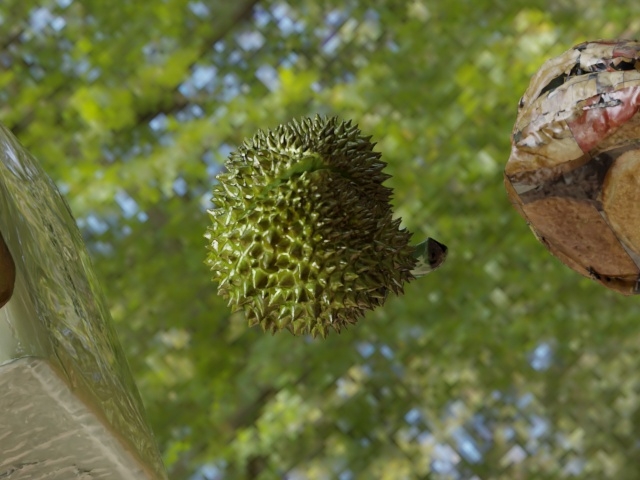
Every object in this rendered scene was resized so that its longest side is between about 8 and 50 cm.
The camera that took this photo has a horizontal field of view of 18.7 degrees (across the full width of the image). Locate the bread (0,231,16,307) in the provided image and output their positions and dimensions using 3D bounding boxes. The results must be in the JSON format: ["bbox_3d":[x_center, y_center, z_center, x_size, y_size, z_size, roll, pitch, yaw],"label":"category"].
[{"bbox_3d":[-0.342,0.024,1.443,0.233,0.088,0.161,-31,-67,-37],"label":"bread"}]

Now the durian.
[{"bbox_3d":[-0.011,-0.010,1.424,0.146,0.159,0.198,-25,2,18],"label":"durian"}]

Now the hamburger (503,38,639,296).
[{"bbox_3d":[0.256,-0.056,1.521,0.107,0.231,0.231,-75,4,-50],"label":"hamburger"}]

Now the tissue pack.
[{"bbox_3d":[-0.319,0.062,1.756,0.205,0.405,0.332,-27,-36,3],"label":"tissue pack"}]
